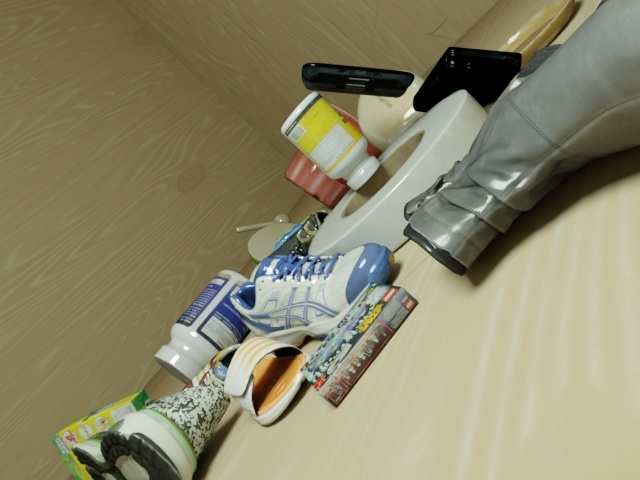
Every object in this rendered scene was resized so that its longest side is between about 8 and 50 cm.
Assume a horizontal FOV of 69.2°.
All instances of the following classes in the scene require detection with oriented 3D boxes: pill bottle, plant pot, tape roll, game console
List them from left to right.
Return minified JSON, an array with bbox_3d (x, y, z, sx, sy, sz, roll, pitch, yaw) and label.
[{"bbox_3d":[-0.264,0.212,1.127,0.264,0.153,0.153,-52,9,-31],"label":"pill bottle"},{"bbox_3d":[0.031,-0.264,1.524,0.265,0.272,0.272,-55,8,4],"label":"plant pot"},{"bbox_3d":[0.023,-0.183,0.882,0.103,0.184,0.103,-47,9,9],"label":"pill bottle"},{"bbox_3d":[0.129,-0.095,0.820,0.392,0.072,0.392,-47,8,9],"label":"tape roll"},{"bbox_3d":[0.147,-0.289,0.830,0.213,0.361,0.044,139,135,-85],"label":"game console"},{"bbox_3d":[0.392,-0.375,0.903,0.236,0.032,0.236,-47,9,9],"label":"plant pot"}]

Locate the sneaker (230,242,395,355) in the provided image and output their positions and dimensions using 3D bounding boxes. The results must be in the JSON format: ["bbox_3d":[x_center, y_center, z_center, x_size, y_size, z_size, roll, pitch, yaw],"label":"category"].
[{"bbox_3d":[-0.029,0.070,0.663,0.296,0.131,0.112,-37,11,39],"label":"sneaker"}]

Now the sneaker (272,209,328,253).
[{"bbox_3d":[-0.042,-0.008,1.208,0.188,0.078,0.067,-33,9,-13],"label":"sneaker"}]

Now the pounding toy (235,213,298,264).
[{"bbox_3d":[-0.118,0.033,1.319,0.183,0.110,0.237,-21,38,-20],"label":"pounding toy"}]

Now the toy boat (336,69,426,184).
[{"bbox_3d":[0.152,-0.253,1.128,0.318,0.148,0.267,-49,42,23],"label":"toy boat"}]

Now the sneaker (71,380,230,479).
[{"bbox_3d":[-0.261,0.327,0.755,0.410,0.158,0.182,-34,1,45],"label":"sneaker"}]

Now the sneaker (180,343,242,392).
[{"bbox_3d":[-0.208,0.269,0.874,0.084,0.069,0.185,-47,8,46],"label":"sneaker"}]

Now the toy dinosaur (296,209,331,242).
[{"bbox_3d":[0.000,0.000,0.970,0.183,0.093,0.053,-55,5,-17],"label":"toy dinosaur"}]

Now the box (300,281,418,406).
[{"bbox_3d":[0.038,0.107,0.508,0.137,0.027,0.094,-49,9,-11],"label":"box"}]

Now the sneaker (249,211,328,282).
[{"bbox_3d":[-0.050,0.032,1.026,0.147,0.104,0.296,-47,2,42],"label":"sneaker"}]

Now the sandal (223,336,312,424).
[{"bbox_3d":[-0.097,0.185,0.651,0.102,0.076,0.265,-53,12,-24],"label":"sandal"}]

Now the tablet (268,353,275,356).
[{"bbox_3d":[-0.082,0.198,0.779,0.083,0.006,0.054,-47,8,3],"label":"tablet"}]

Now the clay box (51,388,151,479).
[{"bbox_3d":[-0.424,0.401,0.939,0.222,0.127,0.053,-26,6,16],"label":"clay box"}]

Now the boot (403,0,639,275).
[{"bbox_3d":[0.170,-0.055,0.371,0.222,0.118,0.338,-49,-3,12],"label":"boot"}]
